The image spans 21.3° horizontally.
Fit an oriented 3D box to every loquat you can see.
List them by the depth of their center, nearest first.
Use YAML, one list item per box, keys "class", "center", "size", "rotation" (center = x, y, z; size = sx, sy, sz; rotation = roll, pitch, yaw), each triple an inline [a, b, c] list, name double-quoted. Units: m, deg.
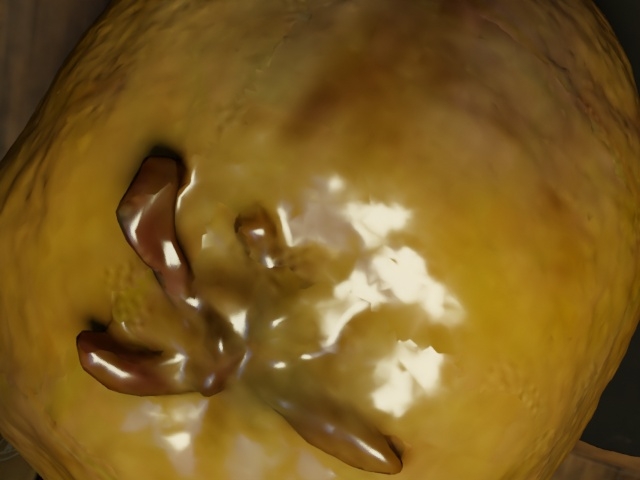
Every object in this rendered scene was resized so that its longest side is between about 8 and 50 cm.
- class: "loquat"
  center: [0.000, 0.000, 0.526]
  size: [0.193, 0.238, 0.238]
  rotation: [41, 125, -5]

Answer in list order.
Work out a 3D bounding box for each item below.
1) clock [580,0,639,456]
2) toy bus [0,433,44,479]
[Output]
- class: "clock"
  center: [0.220, -0.015, 0.558]
  size: [0.279, 0.049, 0.273]
  rotation: [8, 125, 12]
- class: "toy bus"
  center: [-0.024, 0.175, 0.707]
  size: [0.157, 0.139, 0.289]
  rotation: [-30, 111, 27]
